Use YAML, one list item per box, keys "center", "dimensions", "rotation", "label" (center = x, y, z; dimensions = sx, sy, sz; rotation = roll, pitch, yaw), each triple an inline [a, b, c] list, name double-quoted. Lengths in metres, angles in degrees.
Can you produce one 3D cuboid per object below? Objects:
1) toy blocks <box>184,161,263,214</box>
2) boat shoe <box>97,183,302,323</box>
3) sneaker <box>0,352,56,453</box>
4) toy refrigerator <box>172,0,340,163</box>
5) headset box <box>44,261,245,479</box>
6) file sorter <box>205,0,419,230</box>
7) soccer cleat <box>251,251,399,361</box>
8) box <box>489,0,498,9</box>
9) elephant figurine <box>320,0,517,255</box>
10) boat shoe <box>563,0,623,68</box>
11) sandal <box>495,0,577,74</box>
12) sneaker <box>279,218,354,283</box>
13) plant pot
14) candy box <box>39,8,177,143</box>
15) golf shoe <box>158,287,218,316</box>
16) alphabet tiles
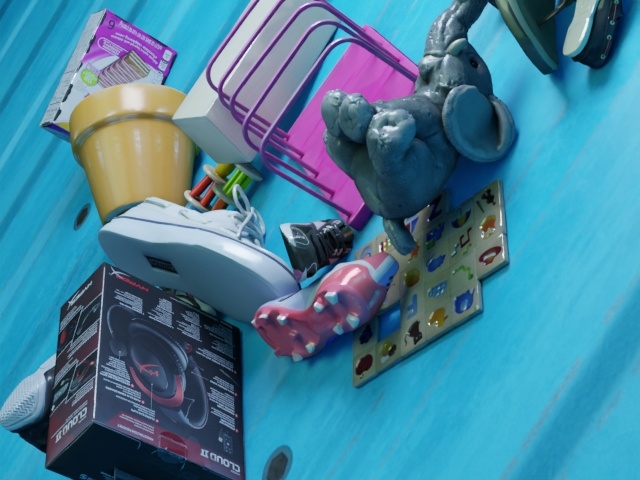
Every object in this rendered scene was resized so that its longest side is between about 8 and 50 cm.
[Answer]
- center: [-0.154, -0.062, 1.960]
  dimensions: [0.148, 0.054, 0.123]
  rotation: [-53, 29, 13]
  label: "toy blocks"
- center: [-0.131, 0.001, 1.793]
  dimensions: [0.367, 0.135, 0.156]
  rotation: [12, 48, 47]
  label: "boat shoe"
- center: [-0.302, 0.208, 1.868]
  dimensions: [0.269, 0.153, 0.101]
  rotation: [-38, 17, 3]
  label: "sneaker"
- center: [-0.091, -0.245, 1.919]
  dimensions: [0.094, 0.102, 0.269]
  rotation: [1, 54, 50]
  label: "toy refrigerator"
- center: [-0.210, 0.198, 1.641]
  dimensions: [0.110, 0.218, 0.293]
  rotation: [-44, 33, 29]
  label: "headset box"
- center: [-0.006, -0.190, 1.710]
  dimensions: [0.202, 0.182, 0.290]
  rotation: [-54, 29, 11]
  label: "file sorter"
- center: [0.004, 0.077, 1.568]
  dimensions: [0.095, 0.083, 0.248]
  rotation: [-42, 7, -31]
  label: "soccer cleat"
- center: [0.226, -0.329, 1.608]
  dimensions: [0.062, 0.052, 0.083]
  rotation: [-14, 52, 53]
  label: "box"
- center: [0.134, -0.142, 1.498]
  dimensions: [0.239, 0.186, 0.169]
  rotation: [-30, 57, -22]
  label: "elephant figurine"
- center: [0.298, -0.246, 1.432]
  dimensions: [0.049, 0.042, 0.133]
  rotation: [-12, 56, 65]
  label: "boat shoe"
- center: [0.258, -0.323, 1.496]
  dimensions: [0.086, 0.120, 0.302]
  rotation: [-10, 54, 37]
  label: "sandal"
- center: [0.000, 0.000, 1.587]
  dimensions: [0.077, 0.072, 0.178]
  rotation: [-18, 7, 6]
  label: "sneaker"
- center: [-0.279, -0.108, 2.074]
  dimensions: [0.205, 0.205, 0.187]
  rotation: [-33, 54, 39]
  label: "plant pot"
- center: [-0.373, -0.269, 2.382]
  dimensions: [0.071, 0.159, 0.233]
  rotation: [-2, 63, 58]
  label: "candy box"
- center: [-0.182, 0.066, 1.890]
  dimensions: [0.086, 0.067, 0.186]
  rotation: [-27, 37, 6]
  label: "golf shoe"
- center: [0.117, 0.034, 1.495]
  dimensions: [0.237, 0.009, 0.198]
  rotation: [-36, 37, 36]
  label: "alphabet tiles"
